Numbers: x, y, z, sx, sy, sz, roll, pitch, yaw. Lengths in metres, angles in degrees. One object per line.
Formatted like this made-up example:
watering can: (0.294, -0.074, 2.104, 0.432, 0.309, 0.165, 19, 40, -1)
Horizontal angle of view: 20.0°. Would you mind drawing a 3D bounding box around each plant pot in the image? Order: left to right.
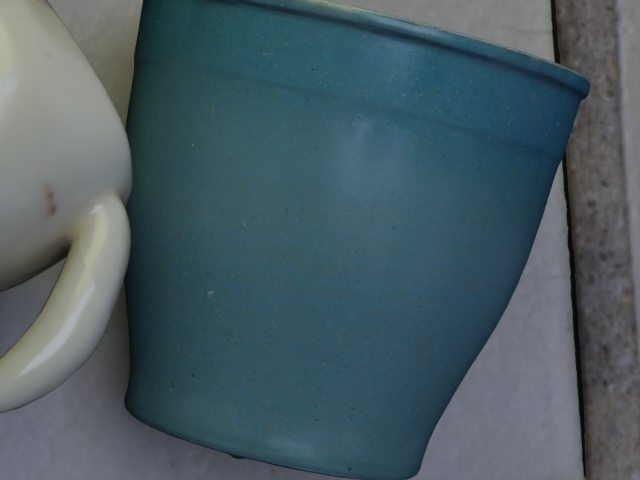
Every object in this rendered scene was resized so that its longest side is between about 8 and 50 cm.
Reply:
plant pot: (0.000, 0.000, 1.077, 0.271, 0.271, 0.255, 12, 92, -18)

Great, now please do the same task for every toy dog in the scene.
toy dog: (-0.330, -0.060, 0.959, 0.408, 0.284, 0.395, -18, 85, -15)
